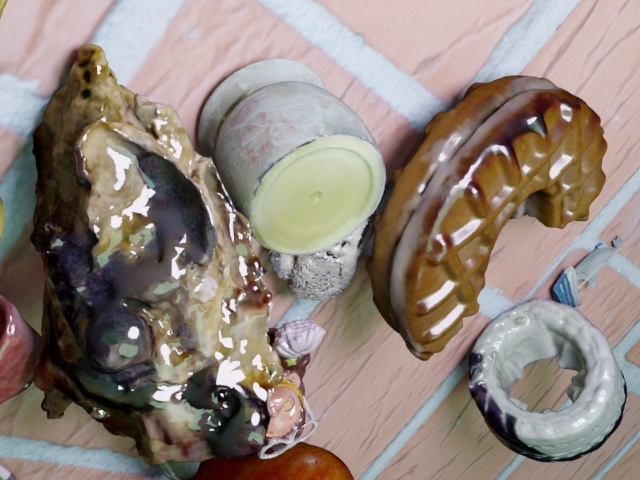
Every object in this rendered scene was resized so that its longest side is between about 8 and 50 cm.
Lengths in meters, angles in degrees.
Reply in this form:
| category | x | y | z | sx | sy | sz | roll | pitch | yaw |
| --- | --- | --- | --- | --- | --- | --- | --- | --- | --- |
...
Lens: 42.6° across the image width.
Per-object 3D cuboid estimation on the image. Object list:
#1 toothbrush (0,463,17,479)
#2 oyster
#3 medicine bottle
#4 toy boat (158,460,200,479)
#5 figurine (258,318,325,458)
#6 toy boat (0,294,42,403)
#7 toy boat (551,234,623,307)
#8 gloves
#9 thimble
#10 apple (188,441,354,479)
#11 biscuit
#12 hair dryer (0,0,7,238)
| category | x | y | z | sx | sy | sz | roll | pitch | yaw |
| --- | --- | --- | --- | --- | --- | --- | --- | --- | --- |
| toothbrush | -0.350 | 0.278 | 0.937 | 0.026 | 0.024 | 0.288 | -38 | 139 | -24 |
| oyster | -0.140 | 0.019 | 0.690 | 0.221 | 0.096 | 0.361 | 0 | 97 | -4 |
| medicine bottle | -0.029 | -0.080 | 0.778 | 0.147 | 0.143 | 0.147 | -17 | 135 | -18 |
| toy boat | -0.197 | 0.205 | 0.951 | 0.085 | 0.078 | 0.260 | -11 | 134 | 4 |
| figurine | -0.083 | 0.143 | 0.949 | 0.175 | 0.116 | 0.240 | -31 | 131 | -14 |
| toy boat | -0.373 | 0.078 | 0.660 | 0.206 | 0.096 | 0.282 | -19 | 155 | 9 |
| toy boat | 0.423 | 0.049 | 1.298 | 0.105 | 0.034 | 0.149 | 25 | 108 | -48 |
| gloves | 0.003 | 0.002 | 0.924 | 0.114 | 0.070 | 0.153 | -2 | 125 | -35 |
| thimble | 0.342 | 0.208 | 1.244 | 0.237 | 0.237 | 0.150 | -39 | 141 | -2 |
| apple | -0.073 | 0.409 | 1.035 | 0.317 | 0.288 | 0.288 | -39 | 148 | -47 |
| biscuit | 0.198 | -0.049 | 0.953 | 0.366 | 0.115 | 0.268 | -43 | 142 | -19 |
| hair dryer | -0.285 | -0.100 | 0.628 | 0.135 | 0.090 | 0.278 | 18 | 107 | -43 |
